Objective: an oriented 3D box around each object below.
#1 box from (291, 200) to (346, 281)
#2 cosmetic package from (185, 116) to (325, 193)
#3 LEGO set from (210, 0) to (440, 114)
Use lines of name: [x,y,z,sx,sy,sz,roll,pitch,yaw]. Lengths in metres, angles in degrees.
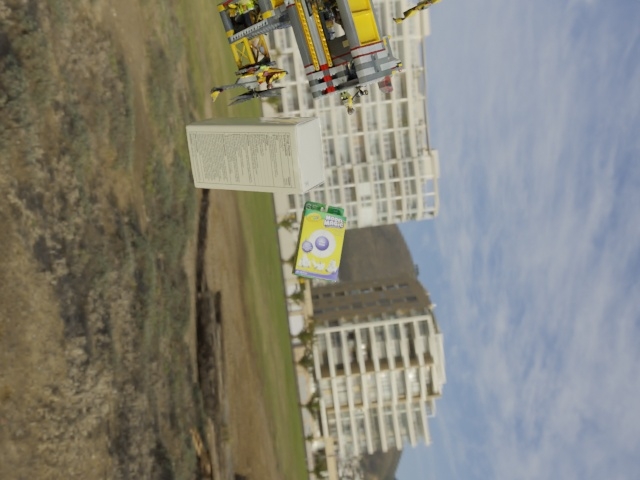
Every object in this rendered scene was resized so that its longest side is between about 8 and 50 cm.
box: [0.000,0.000,1.518,0.043,0.105,0.179,149,-50,-74]
cosmetic package: [-0.153,-0.203,1.516,0.113,0.309,0.160,-35,126,-55]
LEGO set: [0.024,-0.268,0.872,0.255,0.331,0.192,-31,108,-47]
